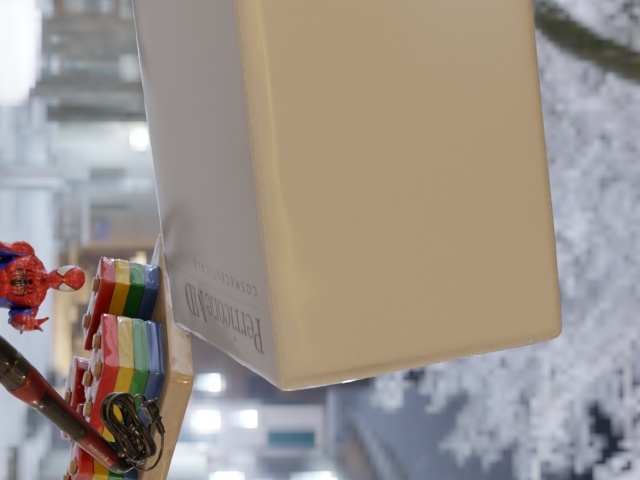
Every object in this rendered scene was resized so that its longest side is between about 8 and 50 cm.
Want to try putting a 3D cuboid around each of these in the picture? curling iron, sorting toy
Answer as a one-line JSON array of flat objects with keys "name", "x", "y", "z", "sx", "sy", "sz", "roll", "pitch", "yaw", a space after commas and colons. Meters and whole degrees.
[{"name": "curling iron", "x": -0.235, "y": 0.100, "z": 1.610, "sx": 0.068, "sy": 0.274, "sz": 0.035, "roll": -59, "pitch": -157, "yaw": -17}, {"name": "sorting toy", "x": -0.206, "y": 0.160, "z": 2.030, "sx": 0.257, "sy": 0.089, "sz": 0.255, "roll": -102, "pitch": -155, "yaw": -56}]

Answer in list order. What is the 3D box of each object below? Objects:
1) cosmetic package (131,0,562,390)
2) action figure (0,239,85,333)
[{"name": "cosmetic package", "x": -0.007, "y": -0.169, "z": 1.070, "sx": 0.230, "sy": 0.161, "sz": 0.453, "roll": -163, "pitch": -116, "yaw": -71}, {"name": "action figure", "x": -0.358, "y": 0.047, "z": 1.873, "sx": 0.139, "sy": 0.280, "sz": 0.092, "roll": 178, "pitch": -92, "yaw": -77}]
